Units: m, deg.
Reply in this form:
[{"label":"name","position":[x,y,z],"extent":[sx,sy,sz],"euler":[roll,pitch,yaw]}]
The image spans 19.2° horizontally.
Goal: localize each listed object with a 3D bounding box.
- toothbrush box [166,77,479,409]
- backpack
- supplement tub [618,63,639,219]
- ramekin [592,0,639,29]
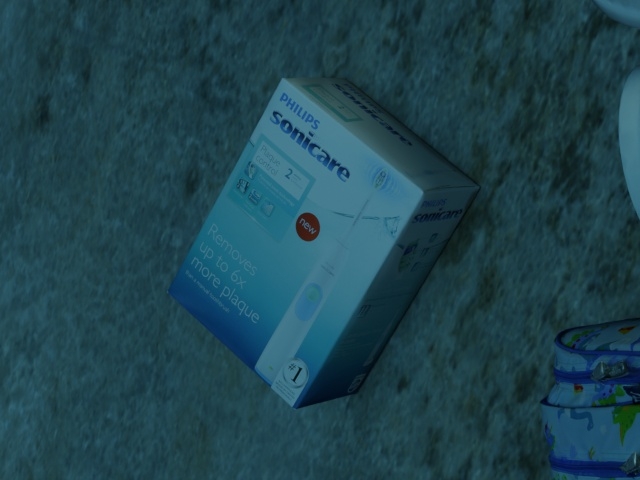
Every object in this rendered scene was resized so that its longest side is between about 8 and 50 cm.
[{"label":"toothbrush box","position":[0.000,0.000,2.060],"extent":[0.216,0.126,0.295],"euler":[42,115,24]},{"label":"backpack","position":[0.361,0.172,1.743],"extent":[0.355,0.290,0.273],"euler":[-39,68,60]},{"label":"supplement tub","position":[0.449,-0.099,1.680],"extent":[0.316,0.228,0.228],"euler":[-11,88,34]},{"label":"ramekin","position":[0.337,-0.334,1.717],"extent":[0.273,0.127,0.273],"euler":[-19,50,23]}]
